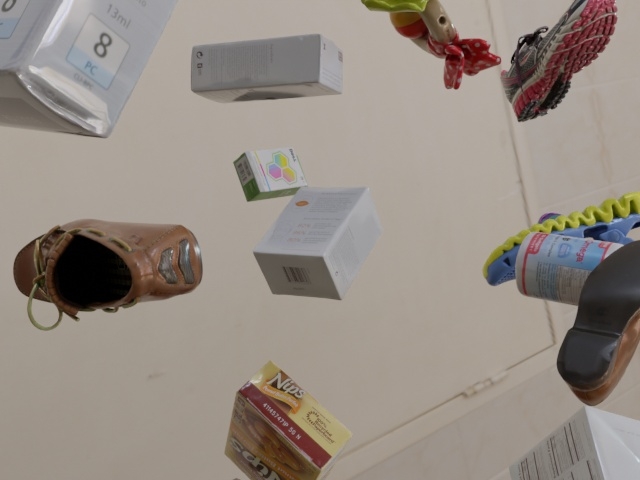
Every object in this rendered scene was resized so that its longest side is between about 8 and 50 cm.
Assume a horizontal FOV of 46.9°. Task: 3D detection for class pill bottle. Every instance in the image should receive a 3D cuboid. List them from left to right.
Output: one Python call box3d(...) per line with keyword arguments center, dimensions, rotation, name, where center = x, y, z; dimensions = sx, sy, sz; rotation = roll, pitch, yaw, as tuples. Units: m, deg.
box3d(center=(0.335, 0.041, 0.928), dimensions=(0.160, 0.087, 0.087), rotation=(10, -68, 35), name="pill bottle")

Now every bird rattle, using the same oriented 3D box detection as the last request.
box3d(center=(0.178, -0.369, 1.211), dimensions=(0.143, 0.253, 0.207), rotation=(-48, -147, 6), name="bird rattle")

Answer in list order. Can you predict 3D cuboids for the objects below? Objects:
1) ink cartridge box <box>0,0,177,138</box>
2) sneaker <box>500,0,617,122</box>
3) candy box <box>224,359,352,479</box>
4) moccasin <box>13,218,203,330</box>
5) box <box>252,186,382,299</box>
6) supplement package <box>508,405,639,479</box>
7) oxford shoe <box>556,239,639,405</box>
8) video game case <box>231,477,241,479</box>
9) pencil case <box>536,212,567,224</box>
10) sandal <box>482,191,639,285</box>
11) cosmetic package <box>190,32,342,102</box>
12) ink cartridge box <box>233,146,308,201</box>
box3d(center=(-0.211, -0.276, 0.609), dimensions=(0.308, 0.091, 0.384), rotation=(11, -106, 40), name="ink cartridge box")
box3d(center=(0.396, -0.329, 1.284), dimensions=(0.112, 0.121, 0.299), rotation=(66, -23, 19), name="sneaker")
box3d(center=(-0.067, 0.355, 1.280), dimensions=(0.183, 0.087, 0.316), rotation=(40, -33, 15), name="candy box")
box3d(center=(-0.333, 0.047, 1.033), dimensions=(0.380, 0.147, 0.139), rotation=(4, -76, 41), name="moccasin")
box3d(center=(0.000, 0.000, 1.150), dimensions=(0.130, 0.170, 0.091), rotation=(3, -49, 32), name="box")
box3d(center=(0.540, 0.494, 1.449), dimensions=(0.198, 0.199, 0.262), rotation=(-89, -157, -46), name="supplement package")
box3d(center=(0.330, 0.089, 0.826), dimensions=(0.076, 0.212, 0.076), rotation=(17, -28, 44), name="oxford shoe")
box3d(center=(-0.219, 0.570, 1.319), dimensions=(0.042, 0.232, 0.210), rotation=(-11, -85, 63), name="video game case")
box3d(center=(0.432, 0.025, 1.411), dimensions=(0.070, 0.065, 0.151), rotation=(47, -40, 43), name="pencil case")
box3d(center=(0.441, 0.024, 1.283), dimensions=(0.126, 0.318, 0.138), rotation=(48, 23, -76), name="sandal")
box3d(center=(-0.088, -0.284, 1.235), dimensions=(0.231, 0.117, 0.085), rotation=(1, -89, 21), name="cosmetic package")
box3d(center=(-0.102, -0.166, 1.814), dimensions=(0.062, 0.209, 0.108), rotation=(-32, -105, 46), name="ink cartridge box")
